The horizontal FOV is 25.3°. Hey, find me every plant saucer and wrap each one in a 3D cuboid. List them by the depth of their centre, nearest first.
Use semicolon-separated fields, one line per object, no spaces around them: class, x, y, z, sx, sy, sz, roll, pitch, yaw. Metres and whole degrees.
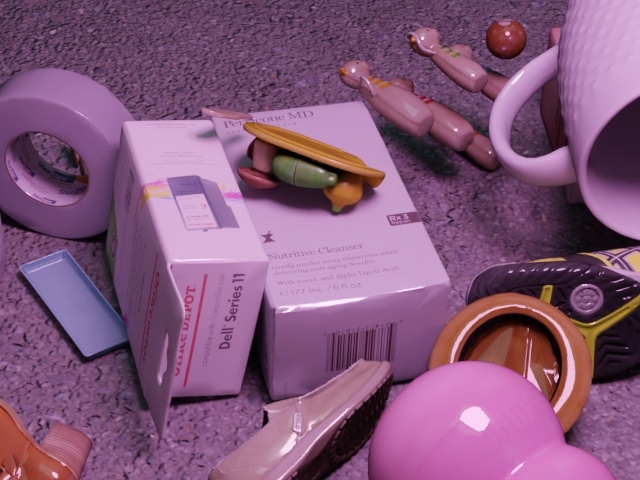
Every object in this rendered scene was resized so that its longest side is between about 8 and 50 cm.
plant saucer;-0.300;0.079;1.747;0.067;0.018;0.192;-22;46;-26

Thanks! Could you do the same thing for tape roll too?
tape roll;-0.334;-0.109;1.815;0.219;0.219;0.072;11;40;10

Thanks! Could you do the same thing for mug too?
mug;0.379;-0.188;1.730;0.374;0.276;0.328;-23;43;20

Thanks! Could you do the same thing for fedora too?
fedora;0.213;0.158;1.602;0.194;0.079;0.194;-3;64;6

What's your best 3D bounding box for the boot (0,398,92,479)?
boot;-0.356;0.245;1.504;0.197;0.073;0.152;11;44;15

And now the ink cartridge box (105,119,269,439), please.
ink cartridge box;-0.154;0.039;1.643;0.119;0.207;0.353;-1;38;-20

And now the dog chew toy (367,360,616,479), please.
dog chew toy;0.203;0.270;1.402;0.207;0.206;0.332;-29;56;-32

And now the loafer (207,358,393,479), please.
loafer;-0.019;0.205;1.539;0.092;0.102;0.268;32;48;23

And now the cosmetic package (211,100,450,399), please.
cosmetic package;0.000;0.000;1.744;0.217;0.156;0.385;-9;41;-13

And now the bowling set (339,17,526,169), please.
bowling set;0.180;-0.227;1.917;0.154;0.200;0.287;41;10;31

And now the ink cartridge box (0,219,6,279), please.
ink cartridge box;-0.534;-0.079;1.640;0.279;0.384;0.160;3;40;2

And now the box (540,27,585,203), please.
box;0.392;-0.177;1.981;0.127;0.148;0.232;-1;39;-3

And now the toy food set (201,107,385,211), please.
toy food set;-0.034;-0.087;1.683;0.218;0.071;0.128;22;10;14

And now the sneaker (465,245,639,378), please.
sneaker;0.362;0.074;1.713;0.385;0.145;0.147;1;19;-5

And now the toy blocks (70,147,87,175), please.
toy blocks;-0.263;-0.124;1.965;0.148;0.054;0.123;-12;42;-16
